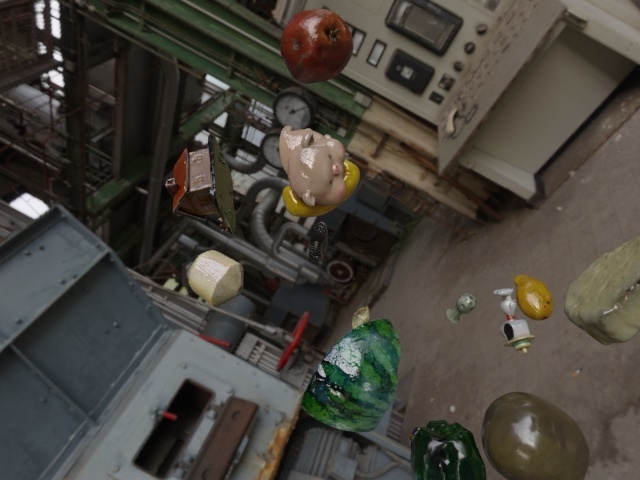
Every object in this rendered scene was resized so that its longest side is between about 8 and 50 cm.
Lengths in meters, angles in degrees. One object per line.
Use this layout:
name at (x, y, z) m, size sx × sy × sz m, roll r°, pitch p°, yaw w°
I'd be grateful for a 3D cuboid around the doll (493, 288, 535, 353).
doll at (0.888, 0.368, 2.030) m, size 0.208 × 0.144 × 0.271 m, roll -120°, pitch 19°, yaw -75°

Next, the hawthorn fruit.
hawthorn fruit at (-0.009, -0.736, 1.647) m, size 0.300 × 0.275 × 0.275 m, roll 4°, pitch 62°, yaw 59°

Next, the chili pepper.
chili pepper at (0.441, 0.769, 1.510) m, size 0.233 × 0.249 × 0.256 m, roll 14°, pitch -111°, yaw -69°

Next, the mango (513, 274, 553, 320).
mango at (0.973, 0.249, 1.997) m, size 0.261 × 0.158 × 0.108 m, roll -91°, pitch -5°, yaw -45°

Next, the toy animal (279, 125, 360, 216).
toy animal at (0.002, -0.259, 1.463) m, size 0.246 × 0.278 × 0.344 m, roll 97°, pitch 169°, yaw -74°

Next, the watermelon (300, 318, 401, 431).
watermelon at (0.146, 0.438, 1.376) m, size 0.319 × 0.222 × 0.292 m, roll 0°, pitch -60°, yaw -47°

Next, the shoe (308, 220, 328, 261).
shoe at (0.000, -0.002, 1.920) m, size 0.077 × 0.074 × 0.194 m, roll -30°, pitch -44°, yaw -52°

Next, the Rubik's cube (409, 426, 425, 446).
Rubik's cube at (0.459, 0.895, 1.936) m, size 0.111 × 0.133 × 0.133 m, roll -59°, pitch 2°, yaw 28°

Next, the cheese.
cheese at (0.789, 0.127, 1.136) m, size 0.326 × 0.115 × 0.318 m, roll -47°, pitch -5°, yaw -36°

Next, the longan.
longan at (0.750, 0.723, 1.545) m, size 0.360 × 0.361 × 0.361 m, roll -62°, pitch 1°, yaw 2°

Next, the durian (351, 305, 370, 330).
durian at (0.139, 0.280, 1.519) m, size 0.066 × 0.052 × 0.130 m, roll -115°, pitch 33°, yaw -74°

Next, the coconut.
coconut at (-0.296, 0.115, 1.283) m, size 0.147 × 0.153 × 0.147 m, roll -54°, pitch -16°, yaw -22°

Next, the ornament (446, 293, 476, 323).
ornament at (0.574, 0.271, 1.764) m, size 0.156 × 0.081 × 0.074 m, roll 111°, pitch 155°, yaw -48°

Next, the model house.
model house at (-0.361, -0.153, 1.325) m, size 0.206 × 0.154 × 0.293 m, roll 78°, pitch 179°, yaw -53°
